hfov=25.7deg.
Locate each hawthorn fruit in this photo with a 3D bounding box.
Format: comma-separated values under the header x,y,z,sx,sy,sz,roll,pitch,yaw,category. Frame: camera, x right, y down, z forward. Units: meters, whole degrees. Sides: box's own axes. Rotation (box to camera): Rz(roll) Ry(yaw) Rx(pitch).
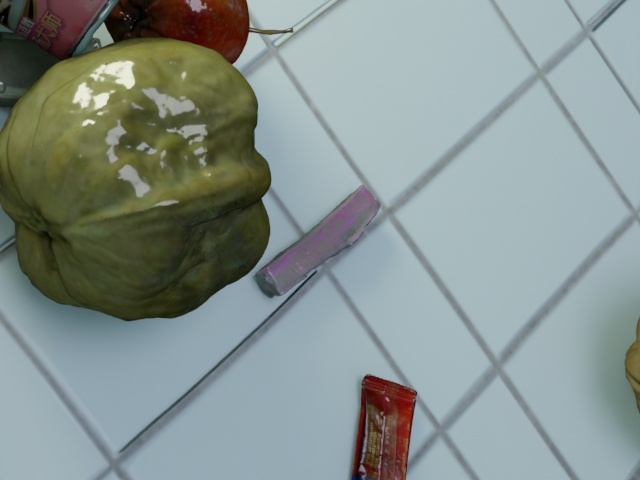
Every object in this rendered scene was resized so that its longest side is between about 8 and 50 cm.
x,y,z,sx,sy,sz,roll,pitch,yaw,category
-0.141,-0.247,1.598,0.203,0.162,0.163,-2,77,-53,hawthorn fruit

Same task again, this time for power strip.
x,y,z,sx,sy,sz,roll,pitch,yaw,category
-0.354,-0.182,1.490,0.285,0.048,0.080,1,74,-34,power strip

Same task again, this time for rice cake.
x,y,z,sx,sy,sz,roll,pitch,yaw,category
0.000,0.000,1.685,0.206,0.036,0.047,-39,109,-36,rice cake

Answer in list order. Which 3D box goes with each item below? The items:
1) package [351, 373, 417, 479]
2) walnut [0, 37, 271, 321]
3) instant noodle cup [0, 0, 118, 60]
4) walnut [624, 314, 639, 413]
x,y,z,sx,sy,sz,roll,pitch,yaw,category
0.071,0.264,1.664,0.083,0.022,0.200,20,67,-28,package
-0.185,-0.058,1.442,0.276,0.253,0.282,-16,85,-35,walnut
-0.312,-0.318,1.427,0.255,0.244,0.244,37,59,-11,instant noodle cup
0.551,0.161,1.876,0.313,0.277,0.252,-13,53,-32,walnut
